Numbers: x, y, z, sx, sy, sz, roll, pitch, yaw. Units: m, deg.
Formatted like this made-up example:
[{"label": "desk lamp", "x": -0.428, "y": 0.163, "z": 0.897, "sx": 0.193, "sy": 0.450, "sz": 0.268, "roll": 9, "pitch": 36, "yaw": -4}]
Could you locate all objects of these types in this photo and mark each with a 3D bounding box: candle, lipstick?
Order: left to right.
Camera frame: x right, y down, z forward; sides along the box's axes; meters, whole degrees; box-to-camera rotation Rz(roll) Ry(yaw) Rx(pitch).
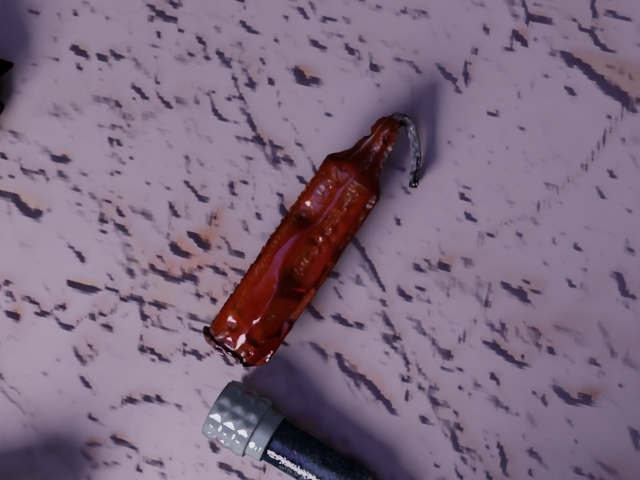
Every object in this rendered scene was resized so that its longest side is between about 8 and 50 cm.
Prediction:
[{"label": "lipstick", "x": -0.008, "y": 0.120, "z": 0.899, "sx": 0.116, "sy": 0.037, "sz": 0.037, "roll": 31, "pitch": 102, "yaw": 10}, {"label": "candle", "x": 0.000, "y": 0.000, "z": 0.881, "sx": 0.048, "sy": 0.053, "sz": 0.162, "roll": 37, "pitch": 101, "yaw": 6}]

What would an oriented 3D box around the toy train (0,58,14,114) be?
[{"label": "toy train", "x": -0.294, "y": -0.112, "z": 0.966, "sx": 0.250, "sy": 0.053, "sz": 0.085, "roll": 24, "pitch": 109, "yaw": 14}]
